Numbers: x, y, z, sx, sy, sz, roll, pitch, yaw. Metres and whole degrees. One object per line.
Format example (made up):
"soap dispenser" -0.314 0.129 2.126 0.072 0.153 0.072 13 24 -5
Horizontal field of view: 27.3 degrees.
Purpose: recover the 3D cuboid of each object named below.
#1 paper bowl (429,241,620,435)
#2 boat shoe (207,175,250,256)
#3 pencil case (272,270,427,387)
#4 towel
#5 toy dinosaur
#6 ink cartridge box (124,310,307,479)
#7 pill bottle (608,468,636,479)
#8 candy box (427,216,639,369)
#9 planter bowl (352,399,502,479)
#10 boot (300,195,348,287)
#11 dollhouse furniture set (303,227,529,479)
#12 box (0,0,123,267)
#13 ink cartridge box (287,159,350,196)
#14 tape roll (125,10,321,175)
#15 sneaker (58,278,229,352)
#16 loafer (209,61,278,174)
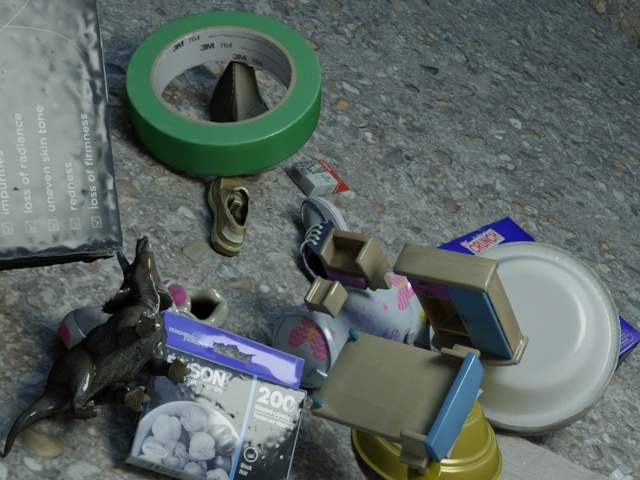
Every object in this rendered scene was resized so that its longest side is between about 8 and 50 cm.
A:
"paper bowl" 0.304 0.140 1.960 0.284 0.284 0.148 43 -9 18
"boat shoe" -0.133 -0.057 2.070 0.068 0.072 0.190 18 34 -22
"pencil case" 0.048 0.128 1.936 0.273 0.113 0.124 -17 86 -52
"towel" 0.317 0.363 1.825 0.282 0.049 0.187 24 28 27
"toy dinosaur" -0.258 0.149 1.588 0.121 0.313 0.160 43 -13 -27
"ink cartridge box" -0.123 0.207 1.656 0.206 0.045 0.208 21 62 -17
"pill bottle" 0.474 0.389 2.011 0.083 0.043 0.043 44 34 20
"candy box" 0.335 0.126 2.179 0.317 0.122 0.268 45 36 18
"planter bowl" 0.158 0.251 1.828 0.217 0.090 0.217 10 30 -6
"boot" 0.000 0.000 2.109 0.086 0.069 0.190 2 44 -44
"dollhouse furniture set" 0.100 0.181 1.763 0.286 0.198 0.303 11 59 31
"box" -0.519 -0.190 1.496 0.471 0.297 0.480 -5 88 -46
"ink cartridge box" 0.004 -0.111 2.305 0.115 0.029 0.063 -12 52 -48
"tape roll" -0.159 -0.247 2.171 0.321 0.077 0.321 1 50 -2
"sneaker" -0.226 0.101 1.734 0.252 0.111 0.103 -4 46 -43
"loafer" -0.126 -0.205 2.266 0.092 0.102 0.269 16 44 -27
